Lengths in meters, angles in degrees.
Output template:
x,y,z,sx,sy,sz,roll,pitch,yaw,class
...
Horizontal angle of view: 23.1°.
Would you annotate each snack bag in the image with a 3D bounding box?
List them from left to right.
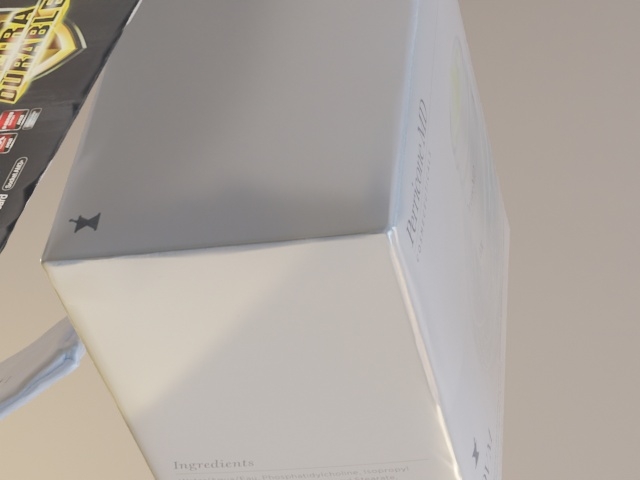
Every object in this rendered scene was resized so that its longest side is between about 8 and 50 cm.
x,y,z,sx,sy,sz,roll,pitch,yaw,class
-0.302,0.146,1.141,0.342,0.037,0.323,-34,-175,-1,snack bag

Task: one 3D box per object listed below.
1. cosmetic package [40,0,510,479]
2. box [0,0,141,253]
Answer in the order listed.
x,y,z,sx,sy,sz,roll,pitch,yaw,class
0.000,0.000,0.687,0.138,0.224,0.224,-7,-136,15,cosmetic package
-0.108,-0.122,0.398,0.051,0.175,0.220,-2,-122,-34,box
